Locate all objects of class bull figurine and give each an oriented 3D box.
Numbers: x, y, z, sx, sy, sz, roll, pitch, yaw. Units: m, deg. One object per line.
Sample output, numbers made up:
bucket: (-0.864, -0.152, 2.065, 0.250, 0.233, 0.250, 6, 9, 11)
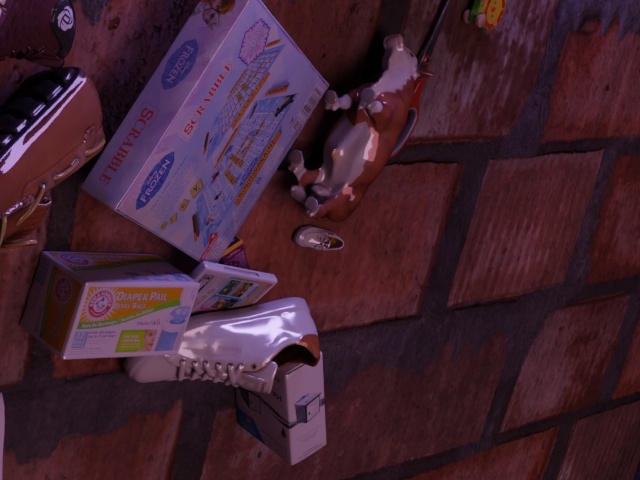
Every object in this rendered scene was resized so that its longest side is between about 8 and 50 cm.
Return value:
bull figurine: (0.057, -0.163, 1.911, 0.188, 0.101, 0.310, 0, 116, -62)

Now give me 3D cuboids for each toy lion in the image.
toy lion: (0.275, -0.391, 2.089, 0.096, 0.034, 0.100, -23, 129, -47)

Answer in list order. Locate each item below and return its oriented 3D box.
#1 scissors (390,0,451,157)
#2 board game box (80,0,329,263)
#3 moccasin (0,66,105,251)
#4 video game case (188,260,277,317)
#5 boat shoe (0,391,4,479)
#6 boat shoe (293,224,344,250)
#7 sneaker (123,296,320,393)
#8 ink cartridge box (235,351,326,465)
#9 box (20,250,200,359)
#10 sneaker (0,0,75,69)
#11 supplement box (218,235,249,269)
scissors: (0.162, -0.271, 2.048, 0.109, 0.021, 0.297, 35, 84, -50)
board game box: (-0.139, -0.143, 1.687, 0.318, 0.066, 0.318, -58, 158, -4)
moccasin: (-0.364, -0.047, 1.431, 0.147, 0.139, 0.380, 69, 30, -29)
video game case: (-0.162, 0.090, 1.842, 0.143, 0.019, 0.157, 13, 134, -47)
boat shoe: (-0.479, 0.338, 1.580, 0.158, 0.127, 0.340, -2, 87, -42)
boat shoe: (0.000, 0.000, 2.020, 0.100, 0.035, 0.035, 11, 105, -51)
sneaker: (-0.134, 0.171, 1.849, 0.290, 0.123, 0.106, -15, 152, -17)
ink cartridge box: (-0.065, 0.235, 2.011, 0.082, 0.139, 0.190, -30, 132, -31)
box: (-0.279, 0.085, 1.706, 0.203, 0.103, 0.114, 2, 112, -49)
sneaker: (-0.361, -0.207, 1.432, 0.281, 0.106, 0.162, -56, 145, -7)
supplement box: (-0.139, 0.028, 1.867, 0.043, 0.055, 0.083, -35, 135, -27)
